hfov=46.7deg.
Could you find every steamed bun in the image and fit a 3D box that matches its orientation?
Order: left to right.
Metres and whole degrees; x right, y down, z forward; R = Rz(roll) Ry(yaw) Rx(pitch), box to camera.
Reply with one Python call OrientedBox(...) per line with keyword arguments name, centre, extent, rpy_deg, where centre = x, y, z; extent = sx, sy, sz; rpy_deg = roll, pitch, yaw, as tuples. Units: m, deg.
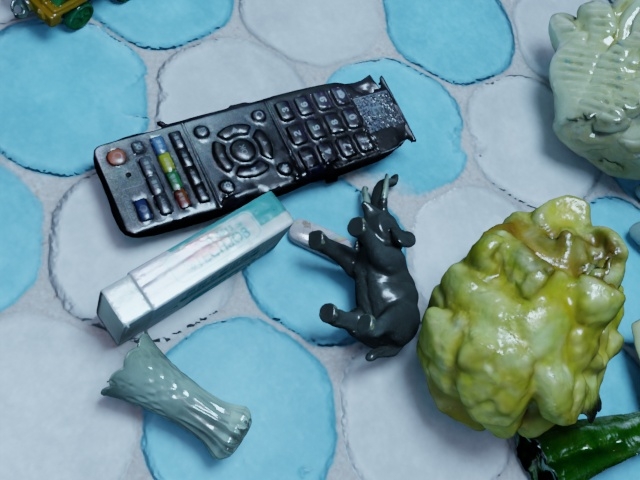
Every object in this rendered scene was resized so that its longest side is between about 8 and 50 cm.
OrientedBox(name="steamed bun", centre=(0.476, -0.220, 1.057), extent=(0.268, 0.207, 0.280), rpy_deg=(-8, 68, 27))

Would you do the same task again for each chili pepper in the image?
OrientedBox(name="chili pepper", centre=(0.346, 0.238, 0.906), extent=(0.226, 0.059, 0.088), rpy_deg=(-13, 67, -24))

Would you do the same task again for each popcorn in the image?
OrientedBox(name="popcorn", centre=(0.238, 0.085, 0.853), extent=(0.215, 0.252, 0.286), rpy_deg=(15, 44, 36))

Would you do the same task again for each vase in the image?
OrientedBox(name="vase", centre=(-0.145, 0.168, 0.777), extent=(0.148, 0.081, 0.081), rpy_deg=(34, 62, -5))

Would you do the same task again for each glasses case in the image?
OrientedBox(name="glasses case", centre=(0.000, 0.000, 0.923), extent=(0.083, 0.021, 0.032), rpy_deg=(25, 64, -6))

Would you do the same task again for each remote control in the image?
OrientedBox(name="remote control", centre=(-0.076, -0.113, 0.927), extent=(0.398, 0.062, 0.145), rpy_deg=(-19, 73, -22))

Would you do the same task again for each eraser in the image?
OrientedBox(name="eraser", centre=(-0.137, 0.029, 0.827), extent=(0.225, 0.095, 0.052), rpy_deg=(-32, 83, -27))

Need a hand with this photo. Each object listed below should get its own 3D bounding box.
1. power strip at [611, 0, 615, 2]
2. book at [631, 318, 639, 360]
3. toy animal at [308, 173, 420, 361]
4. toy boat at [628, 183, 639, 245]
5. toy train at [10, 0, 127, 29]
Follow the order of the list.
OrientedBox(name="power strip", centre=(0.499, -0.484, 1.267), extent=(0.091, 0.062, 0.385), rpy_deg=(-31, 80, -29))
OrientedBox(name="book", centre=(0.539, 0.202, 0.973), extent=(0.289, 0.026, 0.201), rpy_deg=(3, 65, -26))
OrientedBox(name="toy animal", centre=(0.058, 0.015, 0.884), extent=(0.137, 0.082, 0.270), rpy_deg=(27, 53, -44))
OrientedBox(name="toy boat", centre=(0.557, 0.000, 1.073), extent=(0.227, 0.085, 0.155), rpy_deg=(20, 54, 5))
OrientedBox(name="toy train", centre=(-0.294, -0.355, 0.926), extent=(0.091, 0.136, 0.227), rpy_deg=(44, 60, 5))
